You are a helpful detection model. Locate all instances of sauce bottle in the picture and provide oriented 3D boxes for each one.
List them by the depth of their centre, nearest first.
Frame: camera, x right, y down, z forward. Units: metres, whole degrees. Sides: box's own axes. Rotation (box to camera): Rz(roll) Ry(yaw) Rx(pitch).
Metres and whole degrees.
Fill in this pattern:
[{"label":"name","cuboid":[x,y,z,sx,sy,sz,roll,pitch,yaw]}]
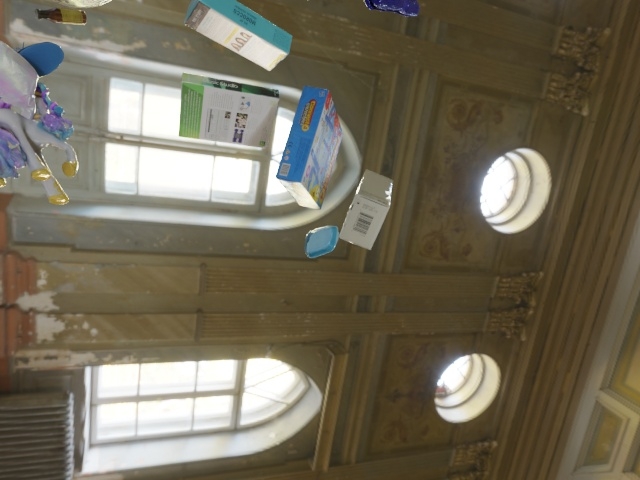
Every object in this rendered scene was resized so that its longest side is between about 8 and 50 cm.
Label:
[{"label":"sauce bottle","cuboid":[-0.748,-0.648,1.259,0.042,0.128,0.042,17,-65,39]}]

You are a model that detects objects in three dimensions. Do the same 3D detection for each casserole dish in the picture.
[{"label":"casserole dish","cuboid":[0.000,0.000,1.693,0.037,0.188,0.114,26,-61,36]}]

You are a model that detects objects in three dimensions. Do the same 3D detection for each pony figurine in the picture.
[{"label":"pony figurine","cuboid":[-0.808,-0.303,1.136,0.363,0.303,0.351,68,13,14]}]

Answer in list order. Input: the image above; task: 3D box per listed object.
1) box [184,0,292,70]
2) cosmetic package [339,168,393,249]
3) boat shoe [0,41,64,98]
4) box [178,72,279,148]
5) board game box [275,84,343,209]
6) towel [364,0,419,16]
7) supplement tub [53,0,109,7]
[{"label":"box","cuboid":[-0.200,-0.524,1.085,0.100,0.244,0.060,-14,-117,52]},{"label":"cosmetic package","cuboid":[0.158,-0.112,1.452,0.309,0.113,0.160,-62,174,-63]},{"label":"boat shoe","cuboid":[-0.924,-0.537,1.341,0.089,0.258,0.109,25,-33,37]},{"label":"box","cuboid":[-0.324,-0.444,1.523,0.232,0.322,0.058,117,-30,-49]},{"label":"board game box","cuboid":[-0.026,-0.290,1.442,0.302,0.086,0.308,44,61,-74]},{"label":"towel","cuboid":[0.198,-0.846,1.441,0.076,0.308,0.227,-33,-93,38]},{"label":"supplement tub","cuboid":[-0.460,-0.543,0.727,0.325,0.235,0.235,-123,-139,-69]}]
